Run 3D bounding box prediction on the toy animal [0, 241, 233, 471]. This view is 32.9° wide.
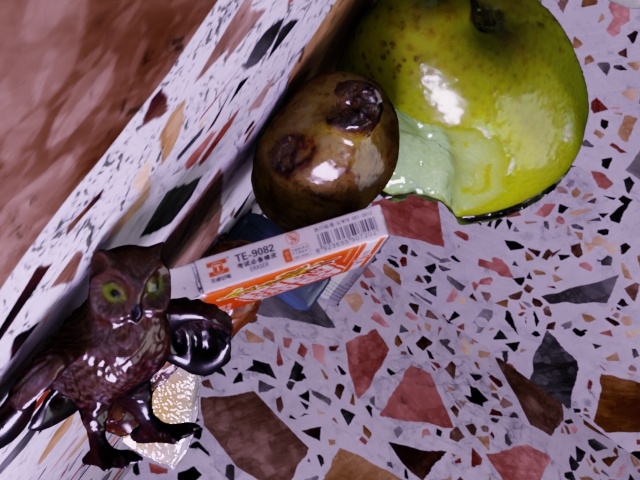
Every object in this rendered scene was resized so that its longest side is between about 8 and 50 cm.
[{"bbox_3d":[-0.157,0.074,0.770,0.218,0.116,0.180,-16,122,-41],"label":"toy animal"}]

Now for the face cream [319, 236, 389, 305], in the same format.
[{"bbox_3d":[0.000,0.000,1.764,0.153,0.177,0.177,-53,179,5],"label":"face cream"}]

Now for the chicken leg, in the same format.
[{"bbox_3d":[-0.167,0.123,1.305,0.304,0.093,0.113,-50,-170,11],"label":"chicken leg"}]

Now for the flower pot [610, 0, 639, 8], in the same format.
[{"bbox_3d":[0.214,-0.313,0.795,0.190,0.209,0.239,-56,176,40],"label":"flower pot"}]

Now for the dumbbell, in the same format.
[{"bbox_3d":[0.015,-0.068,1.401,0.316,0.156,0.143,-54,-152,-3],"label":"dumbbell"}]

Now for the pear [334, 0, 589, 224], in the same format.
[{"bbox_3d":[0.133,-0.154,1.117,0.159,0.292,0.292,-63,-178,-26],"label":"pear"}]

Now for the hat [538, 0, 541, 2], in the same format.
[{"bbox_3d":[0.240,-0.407,1.398,0.301,0.167,0.258,-87,-173,-47],"label":"hat"}]

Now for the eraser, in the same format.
[{"bbox_3d":[-0.057,0.030,1.016,0.230,0.038,0.157,-17,172,-8],"label":"eraser"}]

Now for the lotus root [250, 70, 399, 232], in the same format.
[{"bbox_3d":[0.006,-0.085,1.042,0.145,0.128,0.260,-68,-171,-21],"label":"lotus root"}]

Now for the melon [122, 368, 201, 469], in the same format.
[{"bbox_3d":[-0.227,0.201,1.482,0.139,0.093,0.203,17,-80,64],"label":"melon"}]
